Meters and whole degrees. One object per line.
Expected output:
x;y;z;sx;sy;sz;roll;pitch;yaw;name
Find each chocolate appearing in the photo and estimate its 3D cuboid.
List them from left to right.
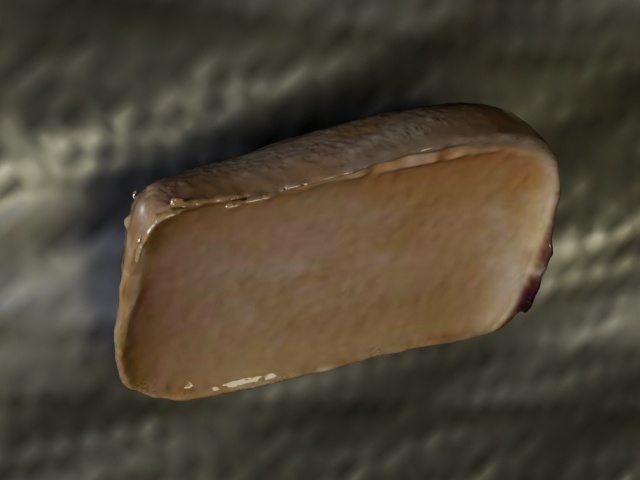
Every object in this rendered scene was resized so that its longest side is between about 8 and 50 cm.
0.000;0.000;0.402;0.100;0.031;0.064;-14;134;-21;chocolate
